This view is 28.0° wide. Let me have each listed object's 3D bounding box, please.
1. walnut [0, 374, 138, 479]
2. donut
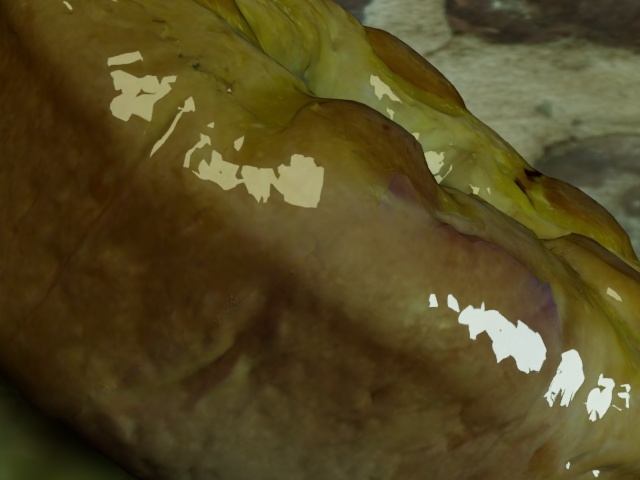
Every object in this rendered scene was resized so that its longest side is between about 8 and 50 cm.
[{"bbox_3d":[-0.204,0.136,0.476,0.277,0.282,0.253,-36,97,-32],"label":"walnut"},{"bbox_3d":[0.000,0.000,0.503,0.317,0.299,0.150,41,103,9],"label":"donut"}]
